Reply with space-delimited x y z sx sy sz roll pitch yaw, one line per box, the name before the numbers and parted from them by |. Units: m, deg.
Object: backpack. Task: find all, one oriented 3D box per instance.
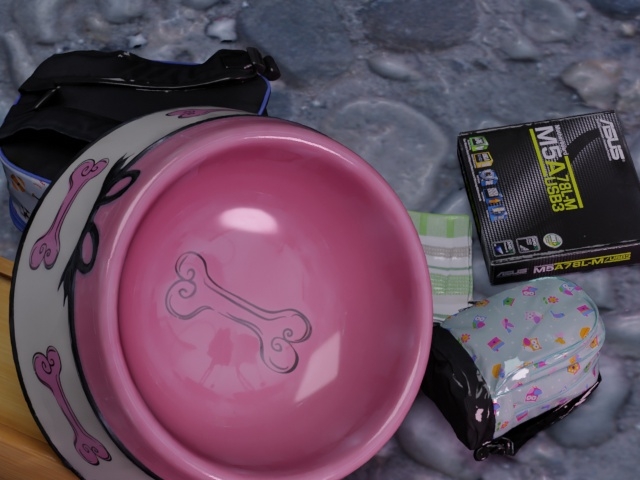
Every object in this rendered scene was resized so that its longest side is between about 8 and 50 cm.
backpack | -0.202 -0.084 1.908 0.263 0.213 0.276 17 42 11
backpack | 0.198 0.118 1.796 0.182 0.115 0.152 -21 52 -16

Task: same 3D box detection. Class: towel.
towel | 0.108 0.029 1.915 0.113 0.023 0.152 7 53 -3

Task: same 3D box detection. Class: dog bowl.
dog bowl | -0.073 0.067 1.677 0.408 0.150 0.408 3 84 -28

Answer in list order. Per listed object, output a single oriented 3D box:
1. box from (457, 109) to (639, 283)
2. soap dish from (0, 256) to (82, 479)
box | 0.256 -0.049 1.964 0.184 0.045 0.191 -9 53 -1
soap dish | -0.289 0.142 1.795 0.290 0.118 0.229 21 56 16
